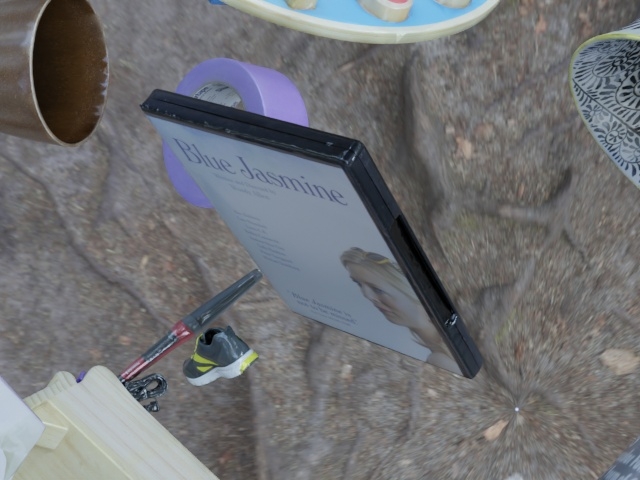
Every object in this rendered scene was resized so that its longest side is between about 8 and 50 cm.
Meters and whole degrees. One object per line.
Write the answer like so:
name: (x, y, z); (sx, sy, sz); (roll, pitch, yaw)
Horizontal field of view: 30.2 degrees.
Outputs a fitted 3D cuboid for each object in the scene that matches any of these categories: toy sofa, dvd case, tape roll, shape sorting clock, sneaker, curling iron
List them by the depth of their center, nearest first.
shape sorting clock: (-0.004, -0.165, 0.563); (0.206, 0.206, 0.040); (31, 132, 12)
sneaker: (-0.072, 0.076, 0.815); (0.031, 0.083, 0.035); (-36, 100, -36)
dvd case: (0.000, 0.000, 0.819); (0.180, 0.253, 0.022); (19, 64, 37)
toy sofa: (-0.227, 0.329, 1.417); (0.362, 0.177, 0.150); (41, 113, 9)
tape roll: (-0.110, -0.132, 1.504); (0.189, 0.080, 0.189); (-5, 82, 42)
curling iron: (-0.173, 0.131, 1.585); (0.068, 0.035, 0.274); (51, 61, -14)

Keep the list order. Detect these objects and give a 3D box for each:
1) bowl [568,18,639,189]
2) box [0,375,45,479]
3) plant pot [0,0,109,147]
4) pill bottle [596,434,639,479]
bowl: (0.221, -0.071, 0.618); (0.170, 0.170, 0.080); (39, 78, 12)
box: (-0.183, 0.003, 0.361); (0.067, 0.324, 0.063); (21, 64, 26)
plant pot: (-0.448, -0.239, 1.658); (0.230, 0.215, 0.215); (2, 82, 17)
pill bottle: (0.224, 0.092, 0.441); (0.176, 0.176, 0.318); (43, 87, 12)
